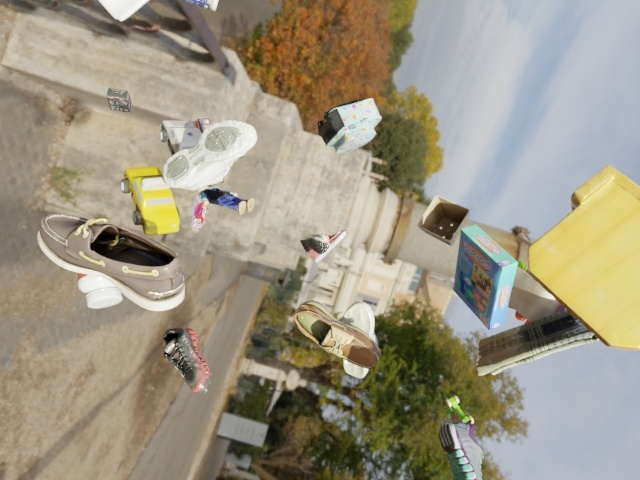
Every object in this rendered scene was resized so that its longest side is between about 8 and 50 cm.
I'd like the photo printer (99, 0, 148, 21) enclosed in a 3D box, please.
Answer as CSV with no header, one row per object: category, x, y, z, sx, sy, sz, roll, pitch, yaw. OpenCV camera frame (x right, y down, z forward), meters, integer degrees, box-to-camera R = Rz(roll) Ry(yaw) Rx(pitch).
photo printer,-0.431,-0.701,1.318,0.307,0.107,0.256,-40,-143,2

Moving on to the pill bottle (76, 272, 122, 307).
pill bottle,-0.624,0.074,1.466,0.121,0.121,0.216,108,-34,-69

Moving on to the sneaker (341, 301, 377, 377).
sneaker,0.160,0.355,1.996,0.148,0.131,0.350,-43,145,-49

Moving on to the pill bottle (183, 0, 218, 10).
pill bottle,-0.381,-0.745,1.526,0.094,0.169,0.094,-169,-90,-73

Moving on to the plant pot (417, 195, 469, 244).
plant pot,0.358,-0.045,1.493,0.109,0.109,0.096,-56,150,-8

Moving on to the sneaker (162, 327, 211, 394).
sneaker,-0.460,0.401,1.759,0.097,0.135,0.276,-45,-131,11

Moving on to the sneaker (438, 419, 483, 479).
sneaker,0.364,0.542,1.239,0.083,0.098,0.224,126,-44,-57

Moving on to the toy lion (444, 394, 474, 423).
toy lion,0.364,0.471,1.372,0.100,0.034,0.096,56,-19,39

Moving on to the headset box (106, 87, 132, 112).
headset box,-0.625,-0.437,1.618,0.083,0.062,0.032,115,-18,-66

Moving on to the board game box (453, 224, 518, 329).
board game box,0.395,0.090,1.271,0.160,0.047,0.210,-124,-159,-46

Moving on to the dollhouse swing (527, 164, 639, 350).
dollhouse swing,0.683,0.066,1.192,0.305,0.347,0.315,-46,153,10

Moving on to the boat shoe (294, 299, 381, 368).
boat shoe,0.043,0.326,1.734,0.122,0.324,0.120,-64,164,16

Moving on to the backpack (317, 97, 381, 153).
backpack,0.106,-0.376,1.696,0.188,0.144,0.166,-31,177,-21

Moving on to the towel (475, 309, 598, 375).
towel,0.584,0.281,1.431,0.056,0.324,0.312,67,19,3

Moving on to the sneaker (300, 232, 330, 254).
sneaker,0.000,0.000,1.599,0.075,0.057,0.161,-32,-167,-22

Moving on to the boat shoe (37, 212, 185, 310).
boat shoe,-0.384,0.014,0.944,0.116,0.324,0.097,-42,151,-49

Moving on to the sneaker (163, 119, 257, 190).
sneaker,-0.231,-0.184,1.159,0.115,0.232,0.090,25,43,-66

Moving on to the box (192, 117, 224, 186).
box,-0.368,-0.270,1.635,0.114,0.036,0.207,-8,-83,48

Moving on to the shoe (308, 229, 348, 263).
shoe,0.018,0.002,1.934,0.178,0.081,0.063,-44,174,26

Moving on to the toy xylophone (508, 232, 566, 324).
toy xylophone,0.653,0.127,1.659,0.236,0.081,0.323,-59,-147,23

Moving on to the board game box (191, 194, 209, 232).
board game box,-0.484,-0.112,2.142,0.133,0.033,0.169,-33,132,-80

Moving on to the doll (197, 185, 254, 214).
doll,-0.281,-0.123,1.506,0.129,0.189,0.046,-28,131,-54

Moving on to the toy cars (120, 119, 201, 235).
toy cars,-0.361,-0.181,1.264,0.087,0.176,0.394,-53,-165,44
